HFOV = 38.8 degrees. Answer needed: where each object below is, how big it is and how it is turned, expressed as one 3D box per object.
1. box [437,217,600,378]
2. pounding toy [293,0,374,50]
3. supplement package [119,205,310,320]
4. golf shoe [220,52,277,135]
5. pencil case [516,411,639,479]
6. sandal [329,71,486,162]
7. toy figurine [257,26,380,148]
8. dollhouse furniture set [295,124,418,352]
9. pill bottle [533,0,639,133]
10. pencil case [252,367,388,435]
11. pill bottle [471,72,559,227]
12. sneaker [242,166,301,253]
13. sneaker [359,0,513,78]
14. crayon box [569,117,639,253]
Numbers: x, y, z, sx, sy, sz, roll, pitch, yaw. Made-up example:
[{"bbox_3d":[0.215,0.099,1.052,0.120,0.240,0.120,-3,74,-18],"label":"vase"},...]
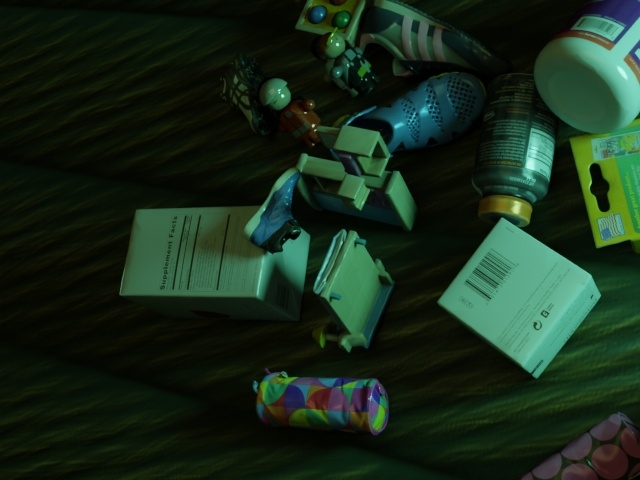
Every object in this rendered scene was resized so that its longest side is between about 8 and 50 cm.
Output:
[{"bbox_3d":[0.322,0.094,1.474,0.182,0.119,0.181,37,91,29],"label":"box"},{"bbox_3d":[0.017,-0.484,1.828,0.206,0.094,0.181,20,82,29],"label":"pounding toy"},{"bbox_3d":[-0.193,0.047,1.698,0.293,0.177,0.175,-1,71,25],"label":"supplement package"},{"bbox_3d":[-0.152,-0.283,1.860,0.094,0.077,0.198,-33,57,28],"label":"golf shoe"},{"bbox_3d":[0.398,0.352,1.372,0.209,0.095,0.098,-38,77,12],"label":"pencil case"},{"bbox_3d":[0.146,-0.205,1.634,0.318,0.138,0.126,-23,95,21],"label":"sandal"},{"bbox_3d":[-0.010,-0.290,1.696,0.209,0.213,0.148,-44,100,6],"label":"toy figurine"},{"bbox_3d":[0.000,0.000,1.562,0.198,0.286,0.303,13,67,28],"label":"dollhouse furniture set"},{"bbox_3d":[0.502,-0.334,1.472,0.182,0.181,0.323,31,66,30],"label":"pill bottle"},{"bbox_3d":[-0.001,0.279,1.578,0.237,0.104,0.104,2,74,24],"label":"pencil case"},{"bbox_3d":[0.330,-0.148,1.546,0.131,0.130,0.245,6,76,27],"label":"pill bottle"},{"bbox_3d":[-0.058,-0.047,1.555,0.085,0.058,0.152,33,77,10],"label":"sneaker"},{"bbox_3d":[0.208,-0.346,1.700,0.319,0.112,0.131,35,106,33],"label":"sneaker"},{"bbox_3d":[0.582,-0.107,1.442,0.323,0.083,0.203,-15,67,19],"label":"crayon box"}]
